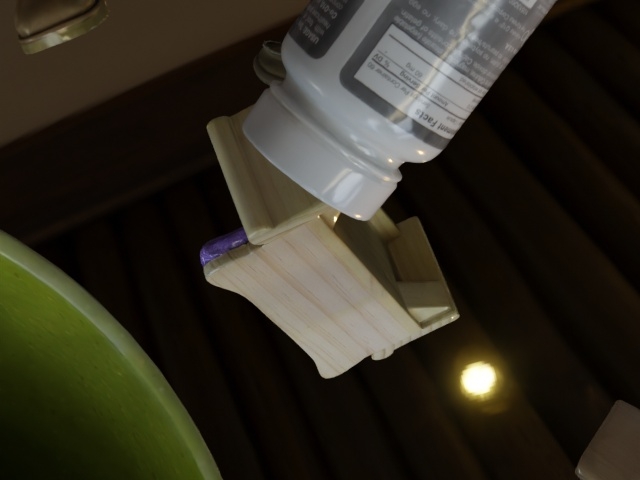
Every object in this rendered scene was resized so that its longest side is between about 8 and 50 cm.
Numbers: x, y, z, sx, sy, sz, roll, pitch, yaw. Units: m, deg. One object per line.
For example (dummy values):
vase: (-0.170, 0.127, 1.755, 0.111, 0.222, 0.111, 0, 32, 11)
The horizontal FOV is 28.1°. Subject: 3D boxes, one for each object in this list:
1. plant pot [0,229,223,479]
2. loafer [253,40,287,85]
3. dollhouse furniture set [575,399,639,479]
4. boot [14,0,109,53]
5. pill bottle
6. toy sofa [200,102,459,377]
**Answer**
plant pot: (-0.199, 0.144, 0.424, 0.275, 0.275, 0.293, -50, -170, -26)
loafer: (0.003, -0.122, 0.911, 0.148, 0.056, 0.050, 34, -73, 50)
dollhouse furniture set: (0.336, 0.274, 1.049, 0.256, 0.362, 0.394, 29, -114, 22)
boot: (-0.298, -0.330, 1.215, 0.089, 0.269, 0.236, -22, -154, 6)
pill bottle: (0.034, -0.080, 0.501, 0.137, 0.078, 0.078, -53, -136, 13)
toy sofa: (0.000, 0.000, 1.368, 0.177, 0.362, 0.150, -28, -122, 11)
